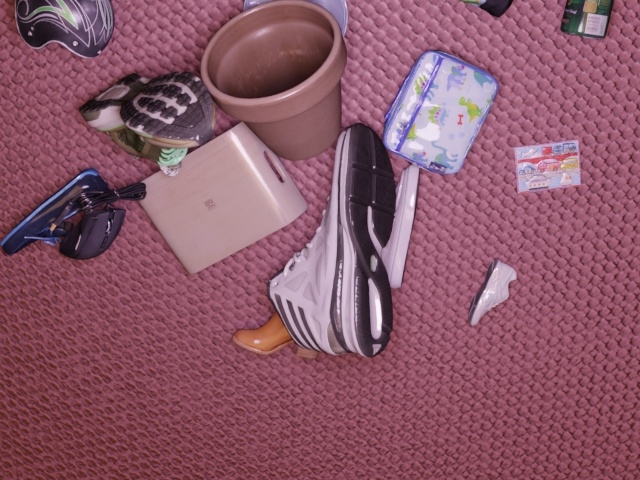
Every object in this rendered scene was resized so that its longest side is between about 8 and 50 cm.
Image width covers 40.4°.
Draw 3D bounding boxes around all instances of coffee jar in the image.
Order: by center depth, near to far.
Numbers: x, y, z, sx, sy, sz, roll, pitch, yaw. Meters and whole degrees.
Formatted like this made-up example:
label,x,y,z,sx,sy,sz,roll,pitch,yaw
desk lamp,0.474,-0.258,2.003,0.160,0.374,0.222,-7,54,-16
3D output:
label,x,y,z,sx,sy,sz,roll,pitch,yaw
coffee jar,0.501,-0.467,1.595,0.079,0.096,0.184,9,107,-2

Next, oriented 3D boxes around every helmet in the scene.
label,x,y,z,sx,sy,sz,roll,pitch,yaw
helmet,-0.468,-0.426,1.627,0.161,0.169,0.169,2,108,20

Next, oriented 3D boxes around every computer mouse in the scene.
label,x,y,z,sx,sy,sz,roll,pitch,yaw
computer mouse,-0.460,-0.017,1.713,0.262,0.184,0.060,-39,75,35

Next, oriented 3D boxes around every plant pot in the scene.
label,x,y,z,sx,sy,sz,roll,pitch,yaw
plant pot,-0.063,-0.273,1.607,0.263,0.263,0.229,-14,143,7

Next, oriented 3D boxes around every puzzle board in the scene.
label,x,y,z,sx,sy,sz,roll,pitch,yaw
puzzle board,0.456,-0.148,1.741,0.128,0.011,0.096,-7,107,6

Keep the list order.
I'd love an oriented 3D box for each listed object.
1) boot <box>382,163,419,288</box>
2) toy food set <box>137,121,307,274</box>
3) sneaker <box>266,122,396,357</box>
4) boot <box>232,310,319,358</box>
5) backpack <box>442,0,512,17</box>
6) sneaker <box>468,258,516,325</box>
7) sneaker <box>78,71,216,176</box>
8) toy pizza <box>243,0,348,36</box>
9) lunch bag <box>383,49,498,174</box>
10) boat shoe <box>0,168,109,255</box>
label,x,y,z,sx,sy,sz,roll,pitch,yaw
boot,0.124,-0.034,1.754,0.123,0.095,0.258,11,101,8
toy food set,-0.211,-0.086,1.767,0.306,0.092,0.220,-27,104,20
sneaker,-0.001,0.000,1.691,0.257,0.169,0.448,-5,79,35
boot,-0.083,0.162,1.841,0.197,0.073,0.152,7,106,-6
backpack,0.214,-0.582,1.515,0.355,0.273,0.290,28,114,7
sneaker,0.357,0.116,1.808,0.061,0.054,0.152,24,107,-7
sneaker,-0.287,-0.202,1.612,0.158,0.410,0.182,-44,123,-18
toy pizza,-0.047,-0.431,1.668,0.201,0.032,0.201,1,112,3
lunch bag,0.225,-0.248,1.681,0.176,0.090,0.219,26,104,-3
boat shoe,-0.543,-0.040,1.782,0.258,0.109,0.089,-35,106,15
